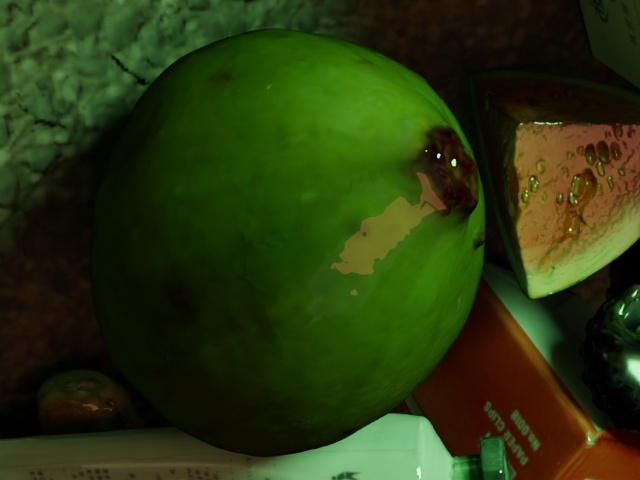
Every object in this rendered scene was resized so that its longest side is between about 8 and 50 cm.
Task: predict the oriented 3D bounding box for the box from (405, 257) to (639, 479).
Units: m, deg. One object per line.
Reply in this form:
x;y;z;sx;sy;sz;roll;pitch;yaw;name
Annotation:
0.132;0.103;0.775;0.133;0.182;0.099;16;117;-37;box

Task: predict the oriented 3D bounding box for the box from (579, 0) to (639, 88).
0.197;-0.172;0.617;0.111;0.194;0.260;-33;131;-4;box

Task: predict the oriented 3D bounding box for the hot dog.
-0.120;0.159;0.771;0.066;0.047;0.216;3;126;14;hot dog

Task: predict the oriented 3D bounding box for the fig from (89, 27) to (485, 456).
0.000;0.000;0.607;0.203;0.225;0.203;7;79;-35;fig

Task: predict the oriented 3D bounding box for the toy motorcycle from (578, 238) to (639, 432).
0.293;-0.036;0.760;0.207;0.401;0.134;28;152;-6;toy motorcycle

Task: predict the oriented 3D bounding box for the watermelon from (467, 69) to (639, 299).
0.115;-0.050;0.694;0.125;0.135;0.094;-50;148;12;watermelon

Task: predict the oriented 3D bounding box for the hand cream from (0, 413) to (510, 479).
-0.066;0.145;0.700;0.335;0.076;0.121;-7;120;12;hand cream

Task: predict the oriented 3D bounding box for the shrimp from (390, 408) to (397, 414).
0.004;0.154;0.836;0.099;0.041;0.180;-14;127;-18;shrimp
